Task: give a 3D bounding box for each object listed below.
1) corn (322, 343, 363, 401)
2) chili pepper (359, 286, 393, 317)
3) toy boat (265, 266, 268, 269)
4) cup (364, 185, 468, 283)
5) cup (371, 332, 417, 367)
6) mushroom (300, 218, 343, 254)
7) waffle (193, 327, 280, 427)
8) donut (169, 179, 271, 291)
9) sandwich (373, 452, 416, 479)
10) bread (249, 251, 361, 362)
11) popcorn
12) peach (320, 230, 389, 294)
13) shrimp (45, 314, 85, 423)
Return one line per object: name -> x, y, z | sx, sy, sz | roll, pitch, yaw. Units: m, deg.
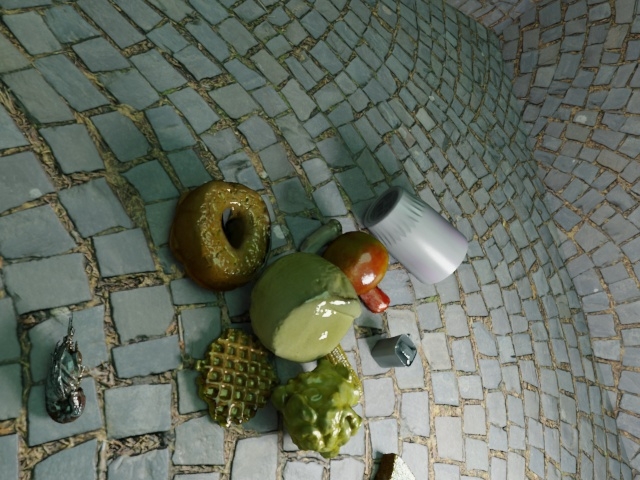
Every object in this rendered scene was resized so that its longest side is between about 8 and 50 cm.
corn -> 0.062, 0.408, 1.412 | 0.080, 0.080, 0.238 | -23, 85, -43
chili pepper -> 0.207, 0.222, 1.604 | 0.192, 0.084, 0.086 | 44, 67, -11
toy boat -> -0.146, 0.144, 1.388 | 0.106, 0.034, 0.149 | 13, 77, -39
cup -> 0.368, -0.022, 1.720 | 0.372, 0.253, 0.253 | 39, 52, -20
cup -> 0.266, 0.379, 1.556 | 0.095, 0.130, 0.128 | 52, 49, -12
mushroom -> 0.000, 0.000, 1.535 | 0.209, 0.071, 0.084 | -36, 127, -39
waffle -> -0.226, 0.367, 1.214 | 0.243, 0.059, 0.237 | -37, 94, -44
donut -> -0.272, -0.020, 1.263 | 0.299, 0.150, 0.317 | -33, 95, -45
sandwich -> 0.221, 0.812, 1.389 | 0.186, 0.065, 0.215 | 55, 49, -8
bread -> -0.048, 0.191, 1.287 | 0.321, 0.237, 0.320 | -15, 124, -24
popcorn -> -0.006, 0.475, 1.233 | 0.250, 0.235, 0.241 | -4, 52, -50
peach -> 0.109, 0.077, 1.483 | 0.231, 0.231, 0.230 | 16, 63, -34
shrimp -> -0.547, 0.274, 0.955 | 0.079, 0.090, 0.232 | 0, 82, -5
